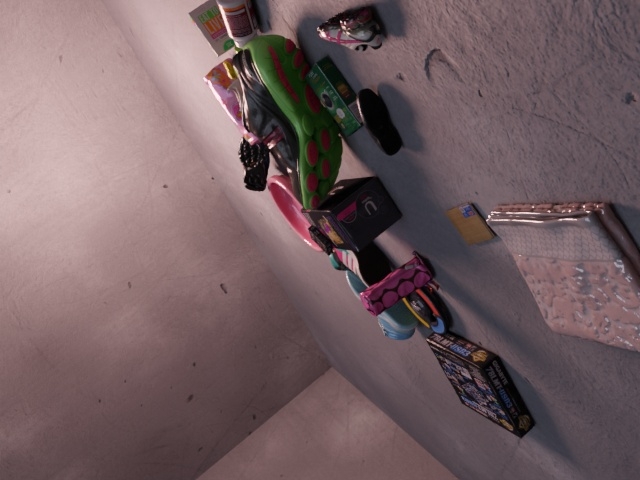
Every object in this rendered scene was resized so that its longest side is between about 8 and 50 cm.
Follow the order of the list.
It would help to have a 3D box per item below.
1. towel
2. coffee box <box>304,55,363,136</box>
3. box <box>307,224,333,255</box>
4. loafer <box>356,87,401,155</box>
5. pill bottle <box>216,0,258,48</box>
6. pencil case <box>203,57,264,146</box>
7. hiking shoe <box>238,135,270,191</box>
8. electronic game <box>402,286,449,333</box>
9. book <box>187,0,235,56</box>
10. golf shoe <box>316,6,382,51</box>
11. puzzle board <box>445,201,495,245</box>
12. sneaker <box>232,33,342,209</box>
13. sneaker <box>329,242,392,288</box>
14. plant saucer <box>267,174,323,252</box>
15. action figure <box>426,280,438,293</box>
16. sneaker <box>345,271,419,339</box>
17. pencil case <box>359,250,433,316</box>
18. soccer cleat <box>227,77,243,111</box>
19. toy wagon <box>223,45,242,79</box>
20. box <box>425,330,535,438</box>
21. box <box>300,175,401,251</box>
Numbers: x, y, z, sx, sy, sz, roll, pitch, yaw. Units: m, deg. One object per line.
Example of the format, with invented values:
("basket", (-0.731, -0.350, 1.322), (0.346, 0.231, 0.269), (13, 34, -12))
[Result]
("towel", (0.473, 0.069, 1.229), (0.317, 0.053, 0.332), (55, 167, -12))
("coffee box", (0.041, -0.345, 1.608), (0.184, 0.040, 0.113), (53, 166, -4))
("box", (0.000, 0.000, 1.948), (0.083, 0.018, 0.067), (45, 166, 26))
("loafer", (0.121, -0.268, 1.509), (0.170, 0.062, 0.061), (62, 168, -29))
("pill bottle", (-0.212, -0.580, 1.742), (0.086, 0.086, 0.152), (44, 163, 31))
("pencil case", (-0.252, -0.443, 2.155), (0.284, 0.124, 0.124), (53, 166, -4))
("hiking shoe", (-0.236, -0.319, 2.409), (0.304, 0.113, 0.132), (102, 175, -50))
("electronic game", (0.311, 0.196, 2.063), (0.229, 0.048, 0.229), (49, 166, 17))
("book", (-0.301, -0.613, 1.924), (0.144, 0.096, 0.035), (54, 166, -8))
("golf shoe", (0.055, -0.412, 1.344), (0.086, 0.067, 0.186), (58, 165, -26))
("puzzle board", (0.334, -0.037, 1.494), (0.096, 0.011, 0.128), (54, 165, -1))
("sneaker", (-0.087, -0.308, 1.770), (0.202, 0.185, 0.482), (8, 127, 43))
("sneaker", (0.123, 0.076, 2.199), (0.295, 0.124, 0.178), (56, 163, 17))
("plant saucer", (-0.063, -0.110, 2.430), (0.332, 0.084, 0.332), (48, 166, 16))
("action figure", (0.292, 0.114, 1.945), (0.115, 0.038, 0.030), (41, 145, 37))
("sneaker", (0.207, 0.224, 2.307), (0.319, 0.127, 0.208), (46, 163, 27))
("pencil case", (0.210, 0.126, 1.884), (0.095, 0.209, 0.098), (54, 179, 18))
("soccer cleat", (-0.187, -0.374, 1.906), (0.196, 0.076, 0.068), (54, 166, -7))
("toy wagon", (-0.167, -0.456, 1.946), (0.344, 0.068, 0.267), (42, 162, 39))
("box", (0.482, 0.429, 2.043), (0.293, 0.073, 0.295), (57, 165, -21))
("box", (0.079, -0.076, 1.888), (0.143, 0.165, 0.270), (55, 166, -14))
